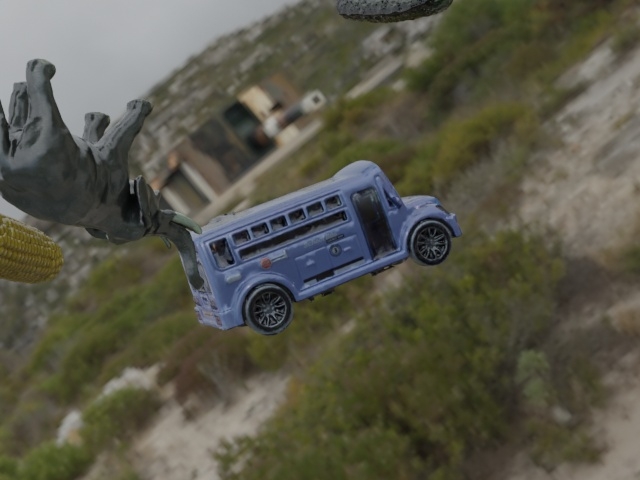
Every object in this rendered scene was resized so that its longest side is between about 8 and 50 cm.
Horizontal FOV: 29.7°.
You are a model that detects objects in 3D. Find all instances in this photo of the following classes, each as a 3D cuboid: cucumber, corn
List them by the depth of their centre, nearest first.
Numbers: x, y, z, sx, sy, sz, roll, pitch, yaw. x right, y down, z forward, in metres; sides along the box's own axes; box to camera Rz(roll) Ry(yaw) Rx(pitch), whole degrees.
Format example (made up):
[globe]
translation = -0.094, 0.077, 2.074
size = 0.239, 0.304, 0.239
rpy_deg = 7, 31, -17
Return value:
[cucumber]
translation = 0.101, -0.311, 1.566
size = 0.215, 0.052, 0.058
rpy_deg = 13, 89, 54
[corn]
translation = -0.438, 0.005, 1.608
size = 0.260, 0.091, 0.091
rpy_deg = 25, -94, -65

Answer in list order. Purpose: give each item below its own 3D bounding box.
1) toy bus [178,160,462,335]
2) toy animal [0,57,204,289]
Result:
[toy bus]
translation = 0.000, 0.000, 1.310
size = 0.292, 0.133, 0.125
rpy_deg = -21, 8, -18
[toy animal]
translation = -0.192, -0.062, 1.085
size = 0.082, 0.269, 0.137
rpy_deg = -13, 61, 35
